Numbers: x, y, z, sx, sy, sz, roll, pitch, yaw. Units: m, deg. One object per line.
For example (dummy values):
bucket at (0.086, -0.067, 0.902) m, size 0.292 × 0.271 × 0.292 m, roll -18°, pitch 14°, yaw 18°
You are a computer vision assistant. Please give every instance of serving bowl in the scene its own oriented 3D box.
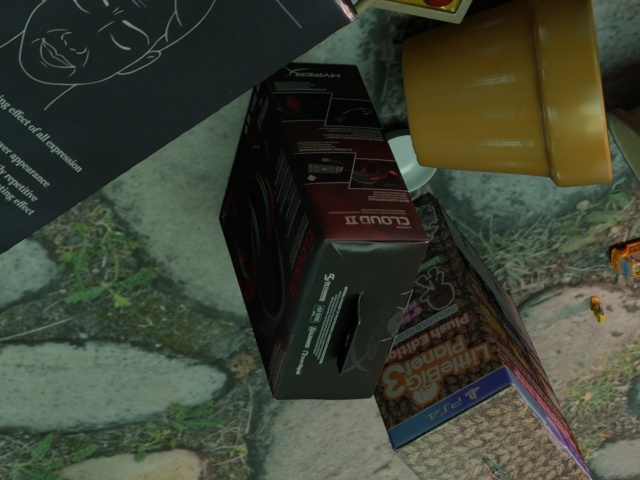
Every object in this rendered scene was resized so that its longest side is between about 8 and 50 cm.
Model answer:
serving bowl at (0.082, -0.087, 1.900) m, size 0.083 × 0.027 × 0.083 m, roll -10°, pitch 135°, yaw -10°

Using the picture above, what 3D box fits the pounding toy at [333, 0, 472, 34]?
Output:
pounding toy at (0.082, -0.260, 1.677) m, size 0.141 × 0.100 × 0.130 m, roll 7°, pitch 130°, yaw -25°

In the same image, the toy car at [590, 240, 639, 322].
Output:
toy car at (0.362, 0.051, 2.124) m, size 0.060 × 0.040 × 0.122 m, roll -2°, pitch 133°, yaw -17°

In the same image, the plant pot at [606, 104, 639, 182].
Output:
plant pot at (0.518, -0.093, 1.872) m, size 0.305 × 0.334 × 0.334 m, roll -38°, pitch 134°, yaw 2°

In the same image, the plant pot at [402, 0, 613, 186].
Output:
plant pot at (0.182, -0.146, 1.772) m, size 0.187 × 0.205 × 0.205 m, roll -7°, pitch 137°, yaw 10°

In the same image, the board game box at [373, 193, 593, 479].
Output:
board game box at (0.150, 0.140, 1.958) m, size 0.141 × 0.291 × 0.232 m, roll -30°, pitch 135°, yaw 11°

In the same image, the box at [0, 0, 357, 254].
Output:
box at (-0.225, -0.226, 1.524) m, size 0.395 × 0.212 × 0.293 m, roll -31°, pitch 135°, yaw 13°

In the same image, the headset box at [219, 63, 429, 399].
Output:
headset box at (0.000, 0.000, 1.766) m, size 0.110 × 0.293 × 0.218 m, roll 0°, pitch 134°, yaw -20°
